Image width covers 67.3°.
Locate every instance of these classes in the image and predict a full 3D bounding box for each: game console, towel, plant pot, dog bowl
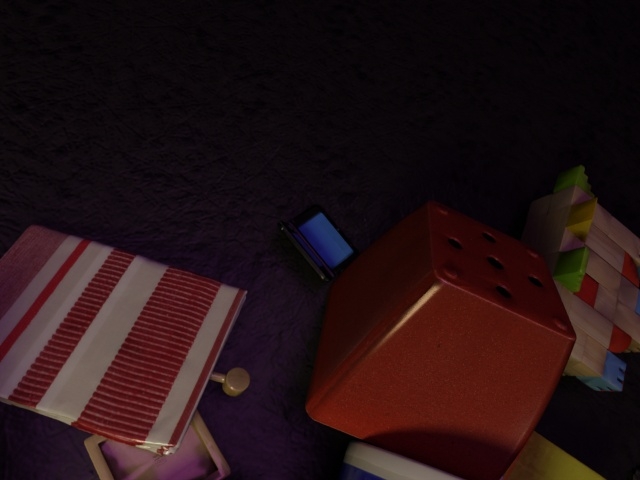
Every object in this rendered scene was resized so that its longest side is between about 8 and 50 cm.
[{"bbox_3d":[0.000,0.000,0.784,0.071,0.107,0.122,-40,84,4],"label":"game console"},{"bbox_3d":[0.324,0.348,0.719,0.237,0.021,0.102,31,66,27],"label":"towel"},{"bbox_3d":[0.166,0.109,0.641,0.267,0.235,0.267,25,33,-6],"label":"plant pot"},{"bbox_3d":[-0.289,0.113,0.621,0.329,0.037,0.237,17,52,3],"label":"towel"},{"bbox_3d":[0.144,0.345,0.591,0.265,0.265,0.104,25,68,-6],"label":"dog bowl"}]

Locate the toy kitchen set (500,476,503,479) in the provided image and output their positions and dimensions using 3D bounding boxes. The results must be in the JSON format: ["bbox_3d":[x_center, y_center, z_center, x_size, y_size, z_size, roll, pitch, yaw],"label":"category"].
[{"bbox_3d":[0.220,0.328,0.723,0.083,0.075,0.068,25,66,-10],"label":"toy kitchen set"}]

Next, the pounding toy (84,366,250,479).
[{"bbox_3d":[-0.187,0.243,0.633,0.206,0.094,0.181,-26,69,-29],"label":"pounding toy"}]

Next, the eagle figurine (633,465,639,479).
[{"bbox_3d":[0.569,0.488,0.708,0.225,0.298,0.226,26,94,25],"label":"eagle figurine"}]

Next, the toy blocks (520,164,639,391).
[{"bbox_3d":[0.463,0.100,0.837,0.261,0.191,0.381,35,64,-14],"label":"toy blocks"}]
